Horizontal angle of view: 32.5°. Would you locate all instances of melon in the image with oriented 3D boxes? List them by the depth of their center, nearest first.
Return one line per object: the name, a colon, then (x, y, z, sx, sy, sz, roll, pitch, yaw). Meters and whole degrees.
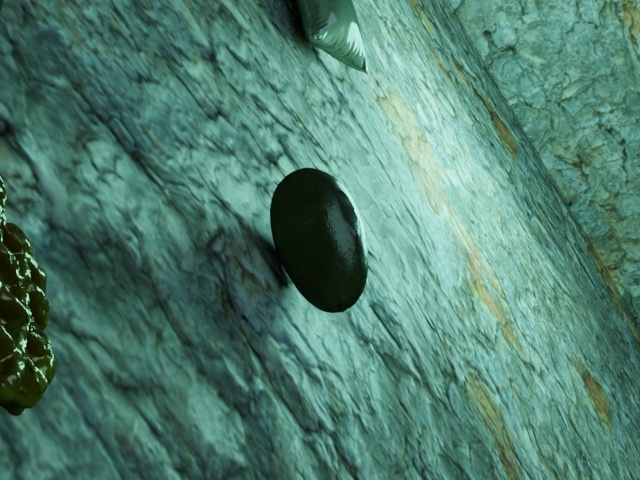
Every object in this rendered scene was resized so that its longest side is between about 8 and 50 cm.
melon: (0.000, 0.000, 1.180, 0.099, 0.099, 0.162, 15, 54, -62)

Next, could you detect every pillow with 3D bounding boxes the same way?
pillow: (0.006, -0.369, 1.649, 0.144, 0.078, 0.254, 33, 36, -52)

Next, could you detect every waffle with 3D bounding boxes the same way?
waffle: (-0.233, -0.008, 0.670, 0.237, 0.059, 0.243, 65, 7, 12)

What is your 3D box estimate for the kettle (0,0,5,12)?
kettle: (-0.315, -0.213, 0.482, 0.342, 0.247, 0.319, 14, 8, -26)
